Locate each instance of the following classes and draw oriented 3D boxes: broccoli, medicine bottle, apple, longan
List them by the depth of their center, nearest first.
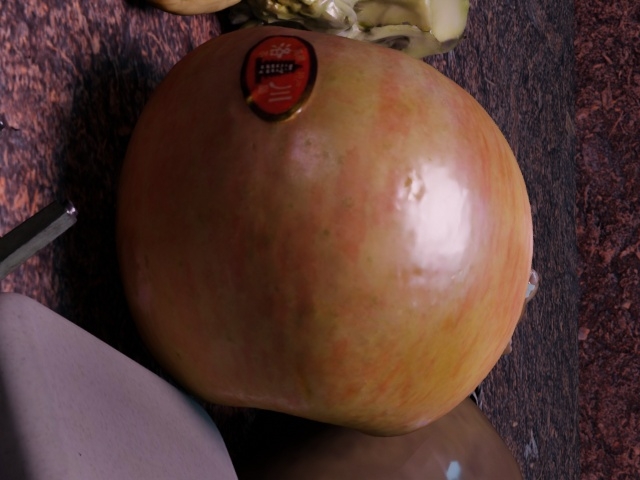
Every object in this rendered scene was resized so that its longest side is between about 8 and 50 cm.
[{"bbox_3d":[-0.171,0.203,1.239,0.375,0.123,0.282,46,18,-58],"label":"medicine bottle"},{"bbox_3d":[0.000,0.000,1.450,0.391,0.391,0.347,38,65,-64],"label":"apple"},{"bbox_3d":[0.042,0.301,1.614,0.361,0.360,0.361,-2,90,-70],"label":"longan"},{"bbox_3d":[0.001,-0.265,1.733,0.324,0.272,0.334,-16,116,-29],"label":"broccoli"}]

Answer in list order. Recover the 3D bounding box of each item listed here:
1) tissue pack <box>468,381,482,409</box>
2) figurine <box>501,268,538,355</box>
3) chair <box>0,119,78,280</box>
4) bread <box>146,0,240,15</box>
[{"bbox_3d":[0.082,0.328,1.891,0.198,0.210,0.370,24,66,-71],"label":"tissue pack"},{"bbox_3d":[0.154,0.057,2.013,0.177,0.247,0.173,-69,162,-47],"label":"figurine"},{"bbox_3d":[-0.315,-0.003,1.004,0.270,0.147,0.136,-40,140,-7],"label":"chair"},{"bbox_3d":[-0.103,-0.319,1.500,0.147,0.098,0.217,-12,142,-52],"label":"bread"}]
